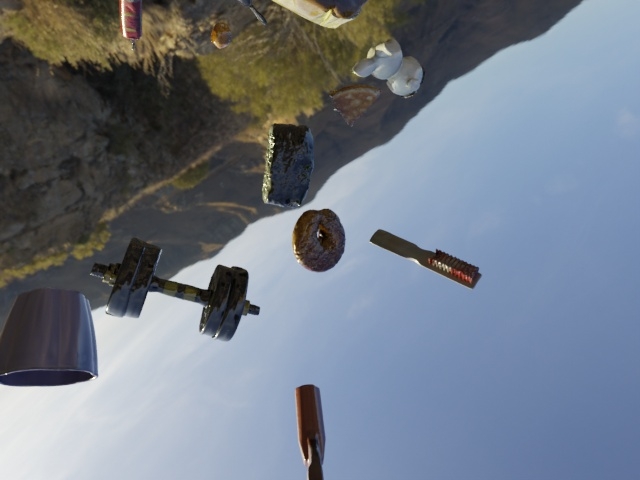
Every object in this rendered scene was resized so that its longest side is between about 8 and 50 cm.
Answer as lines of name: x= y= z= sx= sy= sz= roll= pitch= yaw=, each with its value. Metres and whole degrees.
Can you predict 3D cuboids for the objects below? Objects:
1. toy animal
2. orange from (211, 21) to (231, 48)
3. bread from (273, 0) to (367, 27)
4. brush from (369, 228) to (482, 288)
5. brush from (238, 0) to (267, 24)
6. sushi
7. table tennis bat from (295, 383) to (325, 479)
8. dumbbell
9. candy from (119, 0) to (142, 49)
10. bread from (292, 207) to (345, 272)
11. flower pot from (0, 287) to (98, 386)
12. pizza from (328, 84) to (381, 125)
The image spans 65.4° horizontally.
toy animal: x=0.115 y=-0.291 z=0.836 sx=0.071 sy=0.124 sz=0.085 roll=-37 pitch=-137 yaw=33
orange: x=-0.333 y=-0.691 z=1.688 sx=0.086 sy=0.062 sz=0.086 roll=24 pitch=90 yaw=-86
bread: x=-0.002 y=-0.465 z=0.798 sx=0.110 sy=0.210 sz=0.192 roll=31 pitch=-81 yaw=60
brush: x=0.279 y=0.037 z=1.356 sx=0.321 sy=0.050 sz=0.060 roll=25 pitch=-121 yaw=29
brush: x=-0.124 y=-0.414 z=0.880 sx=0.024 sy=0.083 sz=0.008 roll=-25 pitch=-138 yaw=29
sushi: x=-0.086 y=-0.200 z=1.338 sx=0.127 sy=0.224 sz=0.124 roll=6 pitch=-171 yaw=-14
table tennis bat: x=-0.006 y=0.447 z=0.841 sx=0.051 sy=0.268 sz=0.414 roll=-3 pitch=-129 yaw=-4
dumbbell: x=-0.326 y=0.117 z=1.157 sx=0.185 sy=0.389 sz=0.185 roll=-162 pitch=-90 yaw=-72
candy: x=-0.497 y=-0.609 z=1.306 sx=0.059 sy=0.086 sz=0.292 roll=-1 pitch=158 yaw=-19
bread: x=0.000 y=0.000 z=1.377 sx=0.064 sy=0.193 sz=0.193 roll=1 pitch=-146 yaw=46
flower pot: x=-0.760 y=0.269 z=1.392 sx=0.265 sy=0.243 sz=0.265 roll=-7 pitch=159 yaw=-3
pizza: x=0.057 y=-0.283 z=0.998 sx=0.100 sy=0.099 sz=0.029 roll=-47 pitch=-133 yaw=34
